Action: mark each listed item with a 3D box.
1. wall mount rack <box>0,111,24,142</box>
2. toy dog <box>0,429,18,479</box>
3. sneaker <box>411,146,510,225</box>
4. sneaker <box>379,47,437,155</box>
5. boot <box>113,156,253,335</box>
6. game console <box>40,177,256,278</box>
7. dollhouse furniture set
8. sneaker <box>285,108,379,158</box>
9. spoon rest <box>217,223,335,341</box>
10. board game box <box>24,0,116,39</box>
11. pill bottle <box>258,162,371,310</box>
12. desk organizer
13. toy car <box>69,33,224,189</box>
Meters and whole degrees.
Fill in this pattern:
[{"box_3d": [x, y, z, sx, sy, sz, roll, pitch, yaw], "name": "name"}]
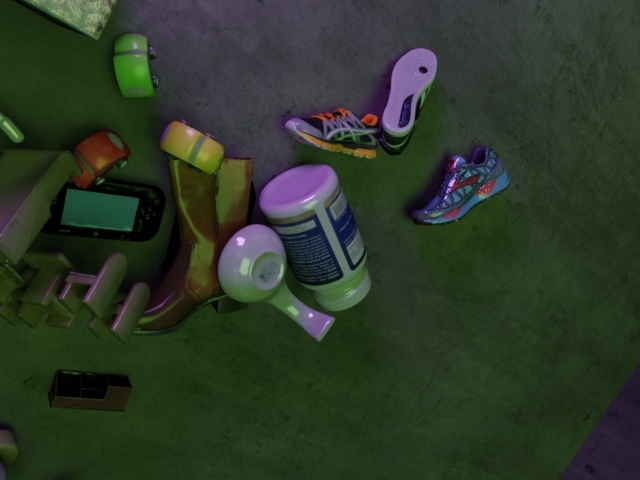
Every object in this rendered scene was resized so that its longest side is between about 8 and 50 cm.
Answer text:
[{"box_3d": [-0.557, -0.170, 0.646, 0.350, 0.130, 0.304, -31, 163, 1], "name": "wall mount rack"}, {"box_3d": [-0.629, 0.431, 0.848, 0.333, 0.220, 0.161, -49, 144, -22], "name": "toy dog"}, {"box_3d": [0.295, -0.125, 1.227, 0.262, 0.104, 0.125, -31, 106, -21], "name": "sneaker"}, {"box_3d": [0.163, -0.267, 1.091, 0.121, 0.079, 0.217, 96, 16, -66], "name": "sneaker"}, {"box_3d": [-0.227, 0.004, 0.905, 0.264, 0.096, 0.280, -9, 115, -28], "name": "boot"}, {"box_3d": [-0.292, -0.030, 0.935, 0.361, 0.044, 0.213, 7, 107, -32], "name": "game console"}, {"box_3d": [-0.380, 0.011, 0.789, 0.242, 0.212, 0.161, 74, 27, -50], "name": "dollhouse furniture set"}, {"box_3d": [0.026, -0.208, 1.027, 0.215, 0.084, 0.083, 1, 110, -42], "name": "sneaker"}, {"box_3d": [-0.082, 0.083, 0.992, 0.137, 0.084, 0.276, -53, 129, -17], "name": "spoon rest"}, {"box_3d": [-0.348, -0.353, 0.607, 0.232, 0.291, 0.141, 24, 97, -35], "name": "board game box"}, {"box_3d": [0.000, 0.000, 1.053, 0.153, 0.153, 0.264, -33, 124, -14], "name": "pill bottle"}, {"box_3d": [-0.412, 0.271, 0.992, 0.130, 0.047, 0.050, 16, 99, -35], "name": "desk organizer"}, {"box_3d": [-0.273, -0.199, 0.820, 0.239, 0.053, 0.225, -7, 93, -7], "name": "toy car"}]
